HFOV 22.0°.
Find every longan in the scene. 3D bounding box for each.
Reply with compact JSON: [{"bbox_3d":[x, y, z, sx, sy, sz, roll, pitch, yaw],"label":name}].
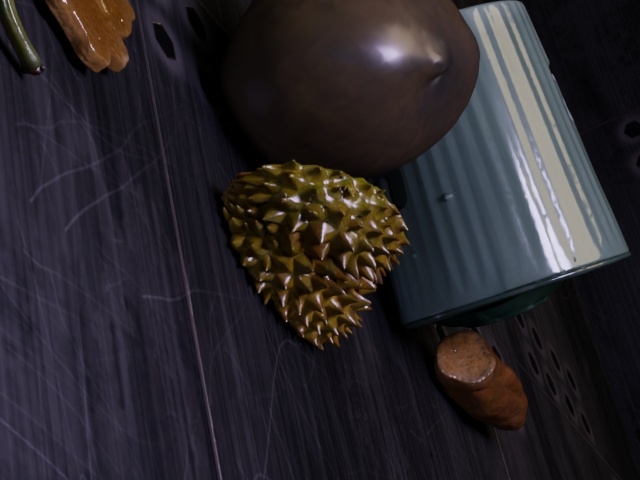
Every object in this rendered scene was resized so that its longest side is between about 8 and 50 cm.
[{"bbox_3d":[0.031,-0.200,1.913,0.288,0.288,0.350,66,24,0],"label":"longan"}]

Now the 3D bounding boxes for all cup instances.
[{"bbox_3d":[0.179,-0.079,2.214,0.310,0.401,0.392,-14,85,-45],"label":"cup"}]

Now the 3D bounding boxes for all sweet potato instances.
[{"bbox_3d":[0.234,0.208,2.304,0.251,0.097,0.097,46,25,-48],"label":"sweet potato"}]

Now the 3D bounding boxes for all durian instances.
[{"bbox_3d":[0.009,0.007,1.759,0.260,0.186,0.153,24,37,-49],"label":"durian"}]

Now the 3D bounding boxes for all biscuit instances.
[{"bbox_3d":[-0.221,-0.226,1.552,0.133,0.027,0.184,56,17,-31],"label":"biscuit"}]

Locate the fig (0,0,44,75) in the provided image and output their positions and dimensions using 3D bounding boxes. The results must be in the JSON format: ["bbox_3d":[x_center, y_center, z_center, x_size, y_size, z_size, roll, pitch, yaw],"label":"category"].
[{"bbox_3d":[-0.259,-0.261,1.370,0.149,0.149,0.245,21,67,-69],"label":"fig"}]
